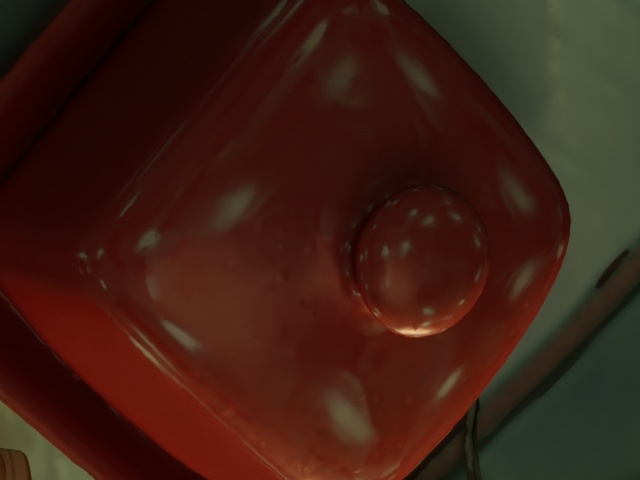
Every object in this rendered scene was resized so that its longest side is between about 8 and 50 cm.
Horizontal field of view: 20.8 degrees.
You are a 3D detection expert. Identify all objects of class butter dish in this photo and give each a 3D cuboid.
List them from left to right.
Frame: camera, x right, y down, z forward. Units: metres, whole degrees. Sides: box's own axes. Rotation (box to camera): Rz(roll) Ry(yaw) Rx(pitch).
[{"bbox_3d":[0.000,0.000,0.448,0.160,0.118,0.160,45,73,-24],"label":"butter dish"}]

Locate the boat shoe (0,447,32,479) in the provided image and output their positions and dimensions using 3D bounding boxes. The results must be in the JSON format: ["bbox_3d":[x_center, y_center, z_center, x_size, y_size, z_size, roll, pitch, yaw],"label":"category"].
[{"bbox_3d":[-0.153,0.125,0.552,0.059,0.063,0.170,27,113,-28],"label":"boat shoe"}]

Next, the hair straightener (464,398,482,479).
[{"bbox_3d":[-0.025,0.029,0.525,0.230,0.047,0.089,34,110,-24],"label":"hair straightener"}]
